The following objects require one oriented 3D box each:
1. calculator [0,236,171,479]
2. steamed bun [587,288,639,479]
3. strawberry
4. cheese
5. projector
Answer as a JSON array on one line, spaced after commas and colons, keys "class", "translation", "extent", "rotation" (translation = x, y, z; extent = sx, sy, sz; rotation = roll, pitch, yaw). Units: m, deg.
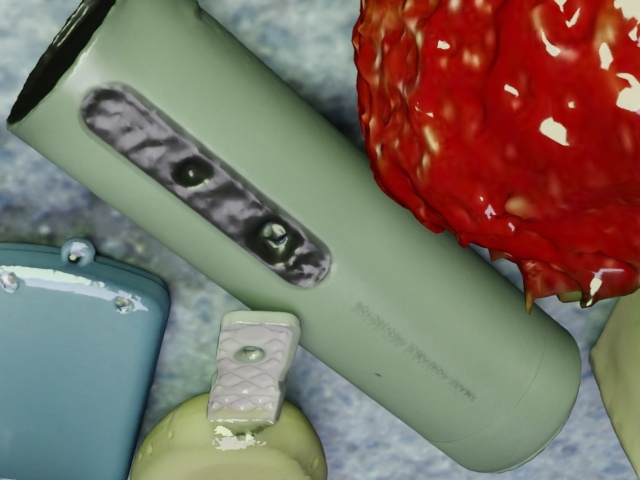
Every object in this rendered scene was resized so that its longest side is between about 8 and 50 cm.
[{"class": "calculator", "translation": [-0.165, 0.086, 0.611], "extent": [0.121, 0.039, 0.210], "rotation": [11, 120, -12]}, {"class": "steamed bun", "translation": [0.265, 0.061, 0.547], "extent": [0.170, 0.200, 0.225], "rotation": [10, 136, -16]}, {"class": "strawberry", "translation": [0.125, -0.113, 0.401], "extent": [0.257, 0.257, 0.277], "rotation": [-14, 87, 5]}, {"class": "cheese", "translation": [-0.045, 0.112, 0.576], "extent": [0.127, 0.050, 0.255], "rotation": [5, 144, -9]}, {"class": "projector", "translation": [0.000, 0.000, 0.528], "extent": [0.337, 0.108, 0.108], "rotation": [39, 112, -24]}]
